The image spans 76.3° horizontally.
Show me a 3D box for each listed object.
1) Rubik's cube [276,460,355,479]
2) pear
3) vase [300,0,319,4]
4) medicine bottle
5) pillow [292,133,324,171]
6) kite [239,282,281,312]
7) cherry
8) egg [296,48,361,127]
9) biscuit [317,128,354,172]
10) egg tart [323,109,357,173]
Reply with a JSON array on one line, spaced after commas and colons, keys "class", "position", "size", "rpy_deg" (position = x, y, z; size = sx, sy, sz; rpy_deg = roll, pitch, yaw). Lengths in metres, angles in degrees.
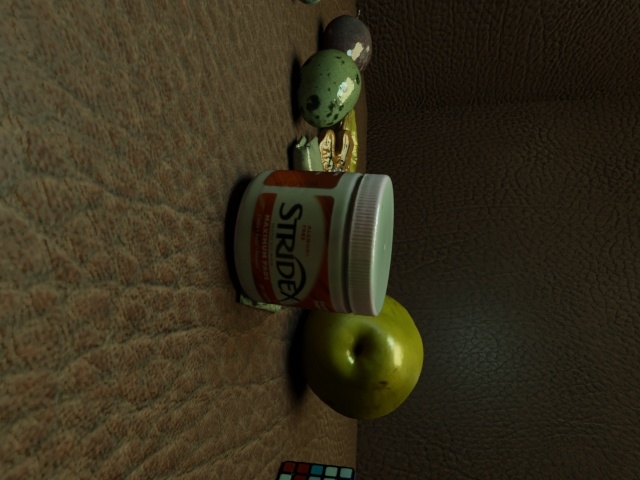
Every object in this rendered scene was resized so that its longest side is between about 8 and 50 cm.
[{"class": "Rubik's cube", "position": [-0.016, 0.645, 0.923], "size": [0.187, 0.181, 0.184], "rpy_deg": [-62, 149, -69]}, {"class": "pear", "position": [0.110, 0.312, 1.160], "size": [0.418, 0.361, 0.363], "rpy_deg": [61, 31, -75]}, {"class": "vase", "position": [-0.051, -0.659, 0.977], "size": [0.219, 0.096, 0.096], "rpy_deg": [-37, 126, -73]}, {"class": "medicine bottle", "position": [0.000, 0.000, 0.746], "size": [0.252, 0.240, 0.253], "rpy_deg": [4, 90, -75]}, {"class": "pillow", "position": [-0.032, -0.188, 1.105], "size": [0.134, 0.077, 0.182], "rpy_deg": [-65, 152, -64]}, {"class": "kite", "position": [-0.120, 0.044, 0.825], "size": [0.268, 0.013, 0.323], "rpy_deg": [-71, 157, -57]}, {"class": "cherry", "position": [0.093, -0.692, 1.479], "size": [0.266, 0.183, 0.213], "rpy_deg": [-63, 147, -33]}, {"class": "egg", "position": [0.017, -0.410, 1.114], "size": [0.177, 0.176, 0.228], "rpy_deg": [66, 43, -64]}, {"class": "biscuit", "position": [0.035, -0.188, 1.309], "size": [0.202, 0.047, 0.334], "rpy_deg": [-13, 117, -53]}, {"class": "egg tart", "position": [0.072, -0.359, 1.534], "size": [0.315, 0.120, 0.315], "rpy_deg": [2, 90, -78]}]
